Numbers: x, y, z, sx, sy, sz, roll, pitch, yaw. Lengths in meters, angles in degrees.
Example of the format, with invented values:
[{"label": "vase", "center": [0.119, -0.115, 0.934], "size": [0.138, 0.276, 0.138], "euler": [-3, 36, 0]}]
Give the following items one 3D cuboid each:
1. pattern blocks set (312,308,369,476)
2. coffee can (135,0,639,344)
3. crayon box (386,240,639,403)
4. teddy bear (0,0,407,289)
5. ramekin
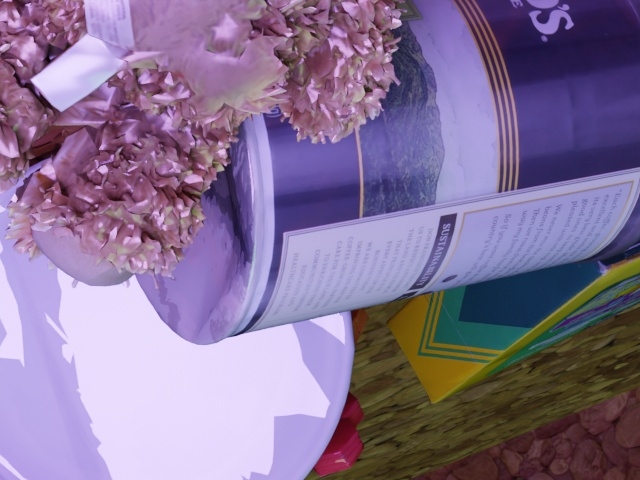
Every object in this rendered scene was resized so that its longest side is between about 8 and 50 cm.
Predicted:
[{"label": "pattern blocks set", "center": [-0.094, 0.120, 1.199], "size": [0.285, 0.026, 0.325], "euler": [-19, -153, 7]}, {"label": "coffee can", "center": [0.037, -0.063, 0.866], "size": [0.275, 0.201, 0.201], "euler": [-11, 160, -28]}, {"label": "crayon box", "center": [0.283, -0.004, 1.401], "size": [0.363, 0.106, 0.313], "euler": [-21, 166, -32]}, {"label": "teddy bear", "center": [-0.060, -0.122, 0.630], "size": [0.245, 0.113, 0.338], "euler": [17, 117, -14]}, {"label": "ramekin", "center": [-0.117, 0.068, 1.003], "size": [0.273, 0.273, 0.127], "euler": [-20, 180, -2]}]
